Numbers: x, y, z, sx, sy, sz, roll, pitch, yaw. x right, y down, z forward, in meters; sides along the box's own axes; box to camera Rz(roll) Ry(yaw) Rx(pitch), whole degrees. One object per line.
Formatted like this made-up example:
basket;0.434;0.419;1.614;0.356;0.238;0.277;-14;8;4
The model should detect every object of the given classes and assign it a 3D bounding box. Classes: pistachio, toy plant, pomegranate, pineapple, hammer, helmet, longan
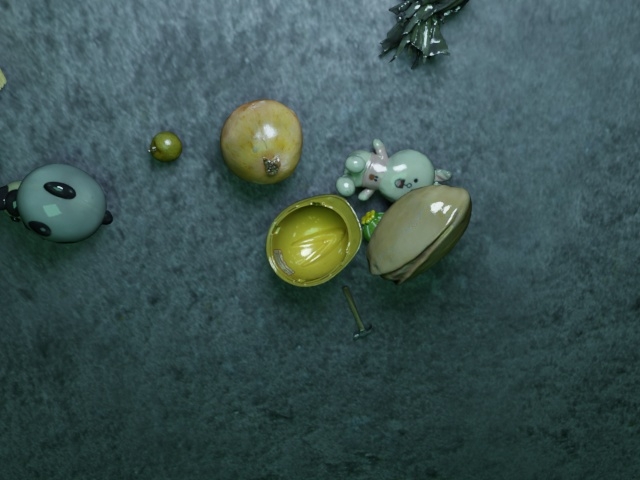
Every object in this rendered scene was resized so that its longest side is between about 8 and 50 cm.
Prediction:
pistachio;0.219;-0.016;1.102;0.162;0.182;0.293;33;124;-20
toy plant;0.167;-0.008;1.250;0.092;0.093;0.162;-36;114;16
pomegranate;-0.127;-0.215;1.074;0.191;0.191;0.192;-1;119;-2
pineapple;0.230;-0.509;0.962;0.165;0.166;0.365;9;127;-7
hammer;0.101;0.204;1.405;0.062;0.017;0.182;-18;117;7
helmet;0.000;0.000;1.220;0.256;0.140;0.205;-29;81;18
longan;-0.359;-0.213;1.125;0.075;0.083;0.075;17;119;33

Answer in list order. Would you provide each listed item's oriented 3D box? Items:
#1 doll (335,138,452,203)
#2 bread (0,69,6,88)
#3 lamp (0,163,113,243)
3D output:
doll;0.169;-0.158;1.165;0.274;0.113;0.155;3;116;-12
bread;-0.857;-0.431;0.915;0.345;0.242;0.405;-10;122;0
lamp;-0.620;-0.084;1.134;0.243;0.198;0.198;0;120;16
